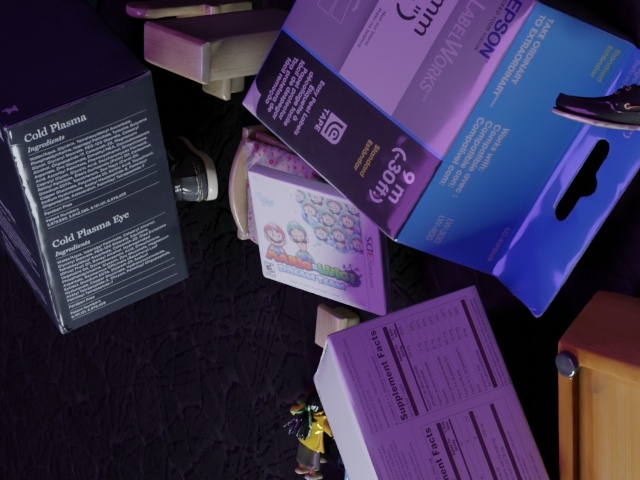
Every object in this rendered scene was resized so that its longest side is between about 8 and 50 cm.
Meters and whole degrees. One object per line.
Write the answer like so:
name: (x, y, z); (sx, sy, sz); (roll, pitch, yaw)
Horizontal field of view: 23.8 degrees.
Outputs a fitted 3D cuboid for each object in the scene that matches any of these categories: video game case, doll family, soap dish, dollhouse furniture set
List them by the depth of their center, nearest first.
soap dish: (0.302, 0.205, 1.275); (0.229, 0.118, 0.291); (16, 114, 51)
video game case: (0.000, 0.000, 1.574); (0.157, 0.019, 0.143); (18, 134, 28)
dollhouse furniture set: (-0.104, -0.074, 1.702); (0.303, 0.174, 0.355); (27, 121, 48)
doll family: (0.018, 0.224, 1.719); (0.193, 0.076, 0.111); (24, 115, 43)

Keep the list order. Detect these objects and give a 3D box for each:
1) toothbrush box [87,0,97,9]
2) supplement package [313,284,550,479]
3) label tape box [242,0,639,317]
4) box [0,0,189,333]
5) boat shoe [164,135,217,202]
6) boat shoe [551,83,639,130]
toothbrush box: (-0.413, -0.338, 2.090); (0.216, 0.126, 0.295); (49, 137, 34)
supplement package: (0.097, 0.181, 1.438); (0.262, 0.145, 0.204); (100, 150, -77)
label tape box: (0.117, -0.131, 1.360); (0.348, 0.115, 0.249); (44, 114, 34)
box: (-0.325, -0.127, 1.815); (0.343, 0.179, 0.312); (48, 155, 41)
boat shoe: (-0.186, -0.085, 1.878); (0.206, 0.065, 0.075); (-156, 58, -66)
boat shoe: (0.257, -0.108, 1.242); (0.133, 0.049, 0.042); (10, 100, 16)
